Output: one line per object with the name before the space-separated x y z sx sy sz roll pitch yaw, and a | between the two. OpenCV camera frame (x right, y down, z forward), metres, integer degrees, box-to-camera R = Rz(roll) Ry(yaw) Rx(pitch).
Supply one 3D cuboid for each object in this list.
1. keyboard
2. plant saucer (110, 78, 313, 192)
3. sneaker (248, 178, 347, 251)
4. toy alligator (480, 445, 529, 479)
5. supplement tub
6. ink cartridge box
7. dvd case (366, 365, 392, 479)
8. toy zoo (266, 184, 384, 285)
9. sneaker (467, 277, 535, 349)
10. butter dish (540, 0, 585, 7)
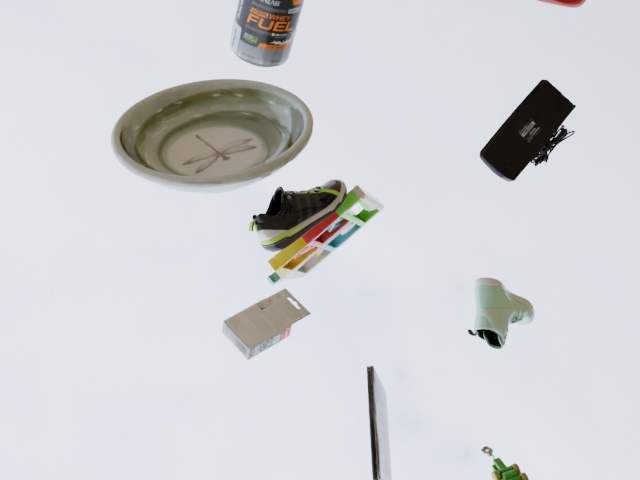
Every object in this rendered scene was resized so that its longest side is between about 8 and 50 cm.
keyboard | 0.342 -0.169 1.442 0.100 0.038 0.192 43 -107 -2
plant saucer | -0.212 -0.193 1.764 0.401 0.100 0.400 -1 -142 1
sneaker | -0.042 -0.072 1.721 0.235 0.084 0.097 -41 -69 -31
toy alligator | 0.391 0.499 1.858 0.056 0.190 0.051 -16 -73 -11
supplement tub | -0.093 -0.423 1.602 0.117 0.190 0.117 11 -140 -9
ink cartridge box | -0.077 0.119 1.266 0.115 0.029 0.063 -27 -123 -34
dvd case | 0.117 0.376 1.718 0.164 0.018 0.221 65 -160 -59
toy zoo | 0.000 0.000 1.896 0.030 0.293 0.192 52 -171 15
sneaker | 0.436 0.200 2.123 0.256 0.094 0.151 31 -119 -46
butter dish | 0.360 -0.450 1.333 0.118 0.159 0.160 22 -166 -22
